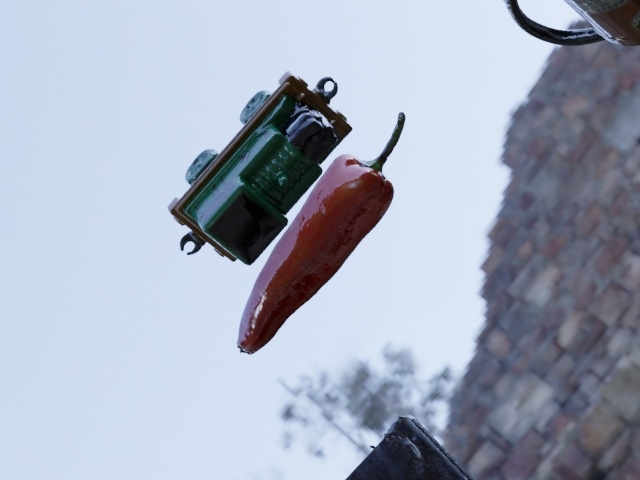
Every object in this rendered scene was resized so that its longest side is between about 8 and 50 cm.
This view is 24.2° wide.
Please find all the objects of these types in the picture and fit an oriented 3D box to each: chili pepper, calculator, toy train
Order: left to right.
[{"bbox_3d":[-0.055,-0.064,1.456,0.091,0.136,0.228,40,-82,-24],"label":"toy train"},{"bbox_3d":[0.000,0.000,1.326,0.071,0.063,0.272,21,-69,-46],"label":"chili pepper"},{"bbox_3d":[0.146,0.358,1.873,0.161,0.262,0.021,-48,-14,20],"label":"calculator"}]

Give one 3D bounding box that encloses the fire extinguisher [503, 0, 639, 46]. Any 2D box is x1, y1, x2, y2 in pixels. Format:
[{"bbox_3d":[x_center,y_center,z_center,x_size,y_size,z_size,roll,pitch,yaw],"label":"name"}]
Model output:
[{"bbox_3d":[0.266,-0.293,1.561,0.376,0.200,0.113,27,-100,-45],"label":"fire extinguisher"}]
